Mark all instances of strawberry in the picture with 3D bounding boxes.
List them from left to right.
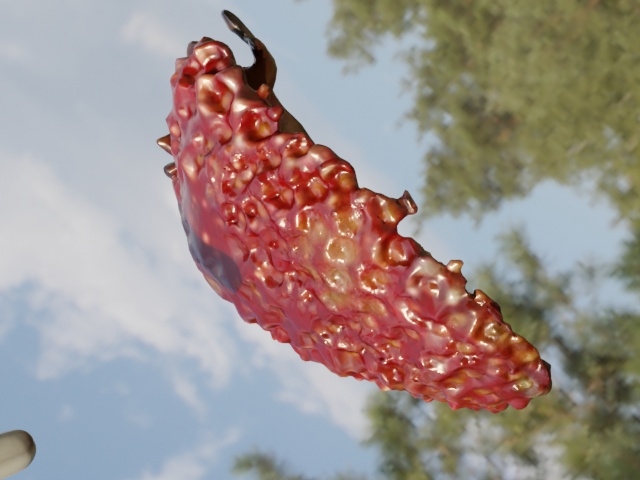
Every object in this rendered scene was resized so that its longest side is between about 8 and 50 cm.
[{"bbox_3d":[-0.005,0.003,0.551,0.167,0.087,0.208,53,177,-31],"label":"strawberry"}]

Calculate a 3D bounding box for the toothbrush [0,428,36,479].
[{"bbox_3d":[-0.213,0.106,0.388,0.275,0.019,0.025,-20,-111,-30],"label":"toothbrush"}]
